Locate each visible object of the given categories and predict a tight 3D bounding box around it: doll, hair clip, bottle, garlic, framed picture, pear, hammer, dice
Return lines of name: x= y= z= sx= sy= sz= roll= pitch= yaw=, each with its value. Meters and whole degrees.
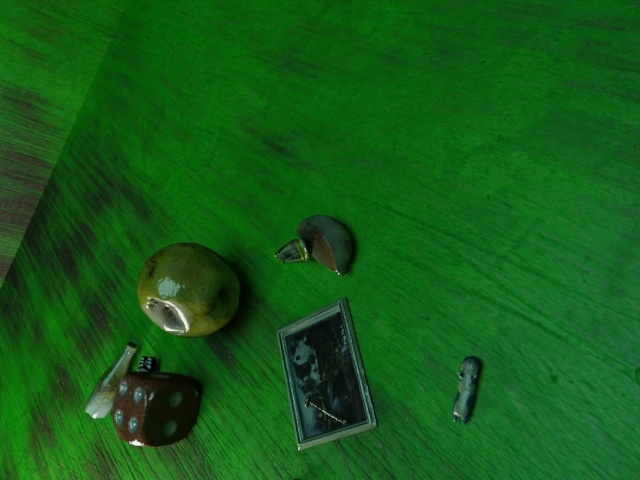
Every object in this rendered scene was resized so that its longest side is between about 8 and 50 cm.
doll: x=0.268 y=0.275 z=0.938 sx=0.037 sy=0.027 sz=0.125 roll=9 pitch=83 yaw=35
hair clip: x=-0.066 y=0.029 z=1.263 sx=0.060 sy=0.033 sz=0.188 roll=64 pitch=154 yaw=-3
bottle: x=-0.673 y=0.452 z=1.665 sx=0.083 sy=0.083 sz=0.269 roll=37 pitch=98 yaw=41
garlic: x=0.009 y=-0.008 z=1.212 sx=0.196 sy=0.087 sz=0.101 roll=40 pitch=118 yaw=39
doll: x=-0.543 y=0.466 z=1.557 sx=0.091 sy=0.067 sz=0.219 roll=1 pitch=79 yaw=21
framed picture: x=0.000 y=0.303 z=1.168 sx=0.232 sy=0.019 sz=0.296 roll=-31 pitch=59 yaw=31
pear: x=-0.347 y=0.134 z=1.363 sx=0.271 sy=0.271 sz=0.270 roll=-13 pitch=69 yaw=38
hammer: x=0.010 y=0.373 z=1.114 sx=0.123 sy=0.014 sz=0.029 roll=15 pitch=96 yaw=42
dice: x=-0.455 y=0.460 z=1.408 sx=0.174 sy=0.175 sz=0.179 roll=1 pitch=77 yaw=40

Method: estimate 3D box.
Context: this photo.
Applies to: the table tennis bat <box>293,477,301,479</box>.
table tennis bat: x=-0.111 y=0.606 z=1.106 sx=0.108 sy=0.119 sz=0.169 roll=23 pitch=95 yaw=42
